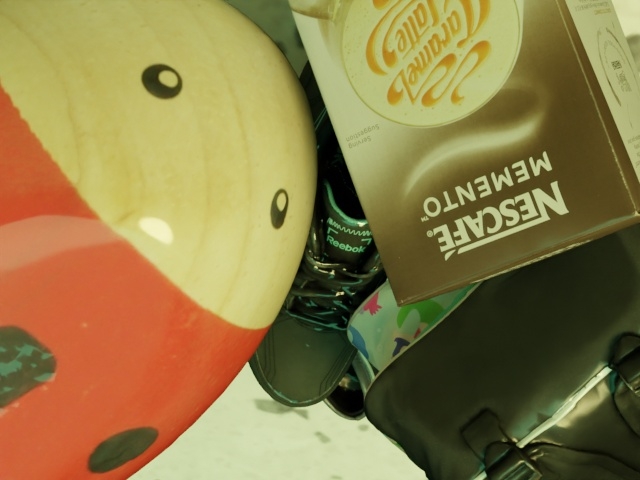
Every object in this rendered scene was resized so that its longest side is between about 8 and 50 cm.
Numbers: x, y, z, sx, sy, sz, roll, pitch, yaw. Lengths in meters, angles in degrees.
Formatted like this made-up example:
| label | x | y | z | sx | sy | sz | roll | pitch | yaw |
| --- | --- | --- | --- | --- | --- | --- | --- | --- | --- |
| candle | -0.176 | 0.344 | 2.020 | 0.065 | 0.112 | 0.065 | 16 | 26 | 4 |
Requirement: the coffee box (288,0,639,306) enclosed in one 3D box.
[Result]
| label | x | y | z | sx | sy | sz | roll | pitch | yaw |
| --- | --- | --- | --- | --- | --- | --- | --- | --- | --- |
| coffee box | 0.076 | -0.107 | 0.788 | 0.141 | 0.098 | 0.246 | -23 | 84 | 26 |

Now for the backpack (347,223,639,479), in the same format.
| label | x | y | z | sx | sy | sz | roll | pitch | yaw |
| --- | --- | --- | --- | --- | --- | --- | --- | --- | --- |
| backpack | 0.156 | 0.074 | 0.942 | 0.225 | 0.191 | 0.253 | -44 | 146 | 13 |

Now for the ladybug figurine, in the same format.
| label | x | y | z | sx | sy | sz | roll | pitch | yaw |
| --- | --- | --- | --- | --- | --- | --- | --- | --- | --- |
| ladybug figurine | -0.195 | 0.045 | 0.834 | 0.449 | 0.162 | 0.305 | -40 | 118 | 16 |

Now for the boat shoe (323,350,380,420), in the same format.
| label | x | y | z | sx | sy | sz | roll | pitch | yaw |
| --- | --- | --- | --- | --- | --- | --- | --- | --- | --- |
| boat shoe | -0.005 | 0.043 | 1.049 | 0.075 | 0.065 | 0.206 | -13 | 128 | 23 |

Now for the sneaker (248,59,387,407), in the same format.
| label | x | y | z | sx | sy | sz | roll | pitch | yaw |
| --- | --- | --- | --- | --- | --- | --- | --- | --- | --- |
| sneaker | 0.000 | 0.000 | 0.942 | 0.101 | 0.106 | 0.267 | 8 | 117 | -6 |
